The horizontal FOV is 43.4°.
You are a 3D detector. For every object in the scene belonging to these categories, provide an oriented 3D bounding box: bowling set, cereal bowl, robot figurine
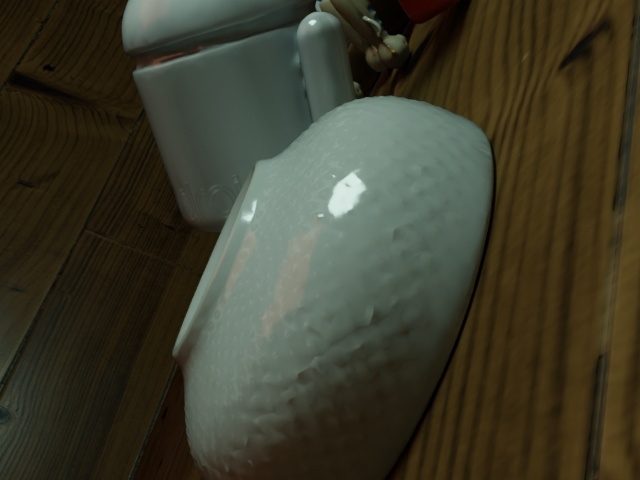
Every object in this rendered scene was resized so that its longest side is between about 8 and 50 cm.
[{"bbox_3d":[0.056,-0.247,1.012,0.200,0.154,0.287,-41,11,7],"label":"bowling set"},{"bbox_3d":[-0.015,0.039,0.608,0.339,0.141,0.338,-156,90,-82],"label":"cereal bowl"},{"bbox_3d":[-0.075,-0.144,0.814,0.300,0.353,0.200,-1,22,45],"label":"robot figurine"}]

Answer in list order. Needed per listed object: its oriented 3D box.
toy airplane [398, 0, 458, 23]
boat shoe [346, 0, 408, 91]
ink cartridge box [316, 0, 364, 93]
[{"bbox_3d":[0.090,-0.465,0.837,0.386,0.273,0.384,51,137,44],"label":"toy airplane"},{"bbox_3d":[0.079,-0.311,1.133,0.073,0.073,0.207,-82,18,-53],"label":"boat shoe"},{"bbox_3d":[-0.032,-0.209,1.193,0.069,0.176,0.370,127,163,-59],"label":"ink cartridge box"}]
